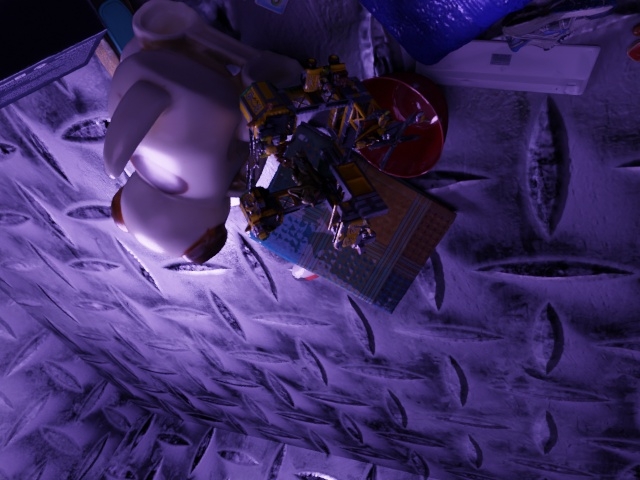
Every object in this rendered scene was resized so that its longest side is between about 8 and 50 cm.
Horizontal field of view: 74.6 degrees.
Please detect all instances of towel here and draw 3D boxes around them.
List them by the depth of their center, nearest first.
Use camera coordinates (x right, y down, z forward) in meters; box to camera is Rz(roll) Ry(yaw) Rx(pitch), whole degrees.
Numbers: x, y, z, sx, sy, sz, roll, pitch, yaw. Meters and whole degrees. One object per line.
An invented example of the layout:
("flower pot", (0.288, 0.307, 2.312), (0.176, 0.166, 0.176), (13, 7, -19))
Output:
("towel", (0.142, -0.347, 0.490), (0.228, 0.076, 0.308), (42, 174, -13))
("towel", (0.057, -0.037, 0.880), (0.370, 0.040, 0.271), (29, 105, -5))

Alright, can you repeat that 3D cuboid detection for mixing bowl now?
("mixing bowl", (0.141, -0.207, 0.699), (0.181, 0.098, 0.181), (30, 150, 20))

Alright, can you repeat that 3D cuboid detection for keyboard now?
("keyboard", (0.278, -0.271, 0.652), (0.256, 0.014, 0.072), (11, 131, 16))

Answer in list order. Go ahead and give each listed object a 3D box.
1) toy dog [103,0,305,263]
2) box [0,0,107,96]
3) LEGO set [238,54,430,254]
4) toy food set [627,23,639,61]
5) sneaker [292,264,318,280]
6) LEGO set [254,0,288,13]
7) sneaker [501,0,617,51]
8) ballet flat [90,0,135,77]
("toy dog", (-0.233, -0.139, 0.766), (0.285, 0.395, 0.408), (19, 133, -10))
("box", (-0.526, -0.383, 0.635), (0.395, 0.212, 0.293), (23, 147, 56))
("LEGO set", (0.002, -0.087, 0.663), (0.192, 0.255, 0.331), (60, 148, 27))
("toy food set", (0.452, -0.285, 0.548), (0.078, 0.019, 0.122), (21, 146, 5))
("sneaker", (0.001, -0.001, 1.003), (0.270, 0.090, 0.145), (-23, 119, 36))
("LEGO set", (-0.085, -0.442, 0.573), (0.183, 0.060, 0.244), (11, 143, -26))
("sneaker", (0.325, -0.298, 0.579), (0.135, 0.052, 0.058), (0, 145, 31))
("ballet flat", (-0.407, -0.434, 0.748), (0.123, 0.123, 0.348), (0, 132, 26))
